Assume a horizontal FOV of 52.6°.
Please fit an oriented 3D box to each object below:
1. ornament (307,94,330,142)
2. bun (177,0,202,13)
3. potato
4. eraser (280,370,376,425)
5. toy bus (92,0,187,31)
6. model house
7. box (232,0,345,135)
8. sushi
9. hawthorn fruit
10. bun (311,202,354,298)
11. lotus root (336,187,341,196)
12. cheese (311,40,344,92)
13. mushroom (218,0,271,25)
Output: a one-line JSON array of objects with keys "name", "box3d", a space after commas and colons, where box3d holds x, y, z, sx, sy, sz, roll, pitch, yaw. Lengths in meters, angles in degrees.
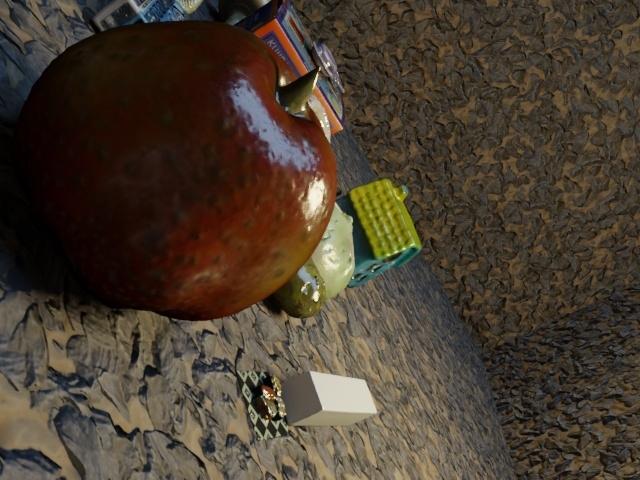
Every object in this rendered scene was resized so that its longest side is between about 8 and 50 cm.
[{"name": "ornament", "box3d": [-0.103, -0.245, 1.551, 0.259, 0.224, 0.260, -3, 90, -70]}, {"name": "bun", "box3d": [-0.374, -0.646, 1.605, 0.183, 0.102, 0.184, -1, 91, -50]}, {"name": "potato", "box3d": [-0.075, 0.053, 1.372, 0.251, 0.113, 0.149, 58, 20, 16]}, {"name": "eraser", "box3d": [0.020, 0.317, 1.282, 0.298, 0.076, 0.078, 33, 32, -62]}, {"name": "toy bus", "box3d": [-0.358, -0.452, 1.320, 0.131, 0.106, 0.297, 53, 16, -25]}, {"name": "model house", "box3d": [0.138, -0.027, 1.884, 0.215, 0.303, 0.237, 17, 48, -61]}, {"name": "box", "box3d": [-0.121, -0.448, 1.810, 0.349, 0.256, 0.319, 55, 18, -25]}, {"name": "sushi", "box3d": [-0.086, 0.272, 1.098, 0.126, 0.026, 0.120, 26, 39, -65]}, {"name": "hawthorn fruit", "box3d": [-0.161, -0.107, 0.832, 0.403, 0.402, 0.403, 55, 16, -25]}, {"name": "bun", "box3d": [0.000, 0.000, 1.573, 0.283, 0.179, 0.283, 56, 18, -29]}, {"name": "lotus root", "box3d": [-0.039, -0.164, 1.884, 0.183, 0.078, 0.204, 21, 19, -29]}, {"name": "cheese", "box3d": [0.021, -0.477, 1.762, 0.191, 0.042, 0.105, 33, 36, -62]}, {"name": "mushroom", "box3d": [-0.245, -0.695, 2.037, 0.206, 0.209, 0.206, 42, -7, 7]}]
